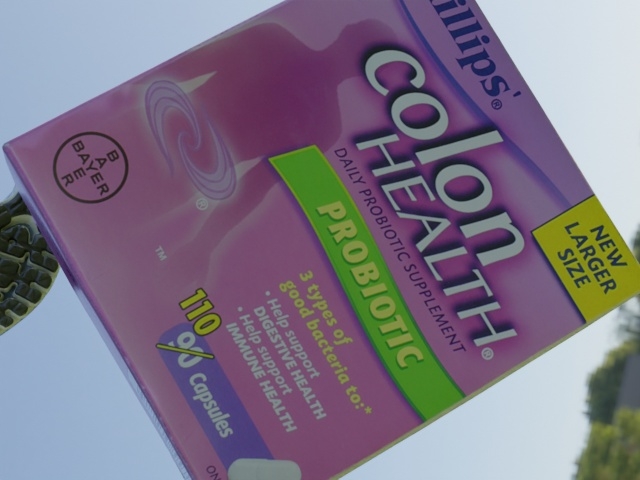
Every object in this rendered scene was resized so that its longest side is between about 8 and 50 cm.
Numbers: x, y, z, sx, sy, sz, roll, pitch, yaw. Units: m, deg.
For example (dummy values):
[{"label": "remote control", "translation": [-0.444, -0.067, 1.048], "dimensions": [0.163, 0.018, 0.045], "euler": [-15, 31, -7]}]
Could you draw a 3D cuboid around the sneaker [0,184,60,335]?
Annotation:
[{"label": "sneaker", "translation": [-0.347, 0.016, 1.428], "dimensions": [0.330, 0.129, 0.147], "euler": [-58, -1, -37]}]

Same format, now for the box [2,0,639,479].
[{"label": "box", "translation": [0.000, 0.000, 0.637], "dimensions": [0.243, 0.214, 0.117], "euler": [-29, -6, -13]}]
